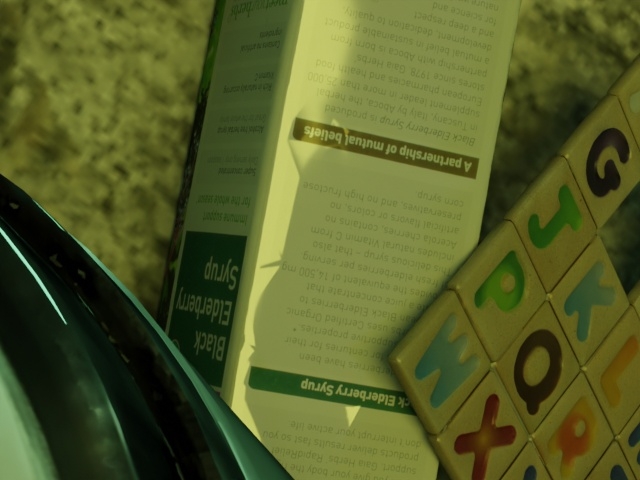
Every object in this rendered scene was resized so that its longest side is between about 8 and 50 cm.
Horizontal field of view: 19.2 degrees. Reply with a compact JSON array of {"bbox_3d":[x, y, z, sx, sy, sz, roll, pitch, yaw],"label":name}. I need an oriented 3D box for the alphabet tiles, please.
[{"bbox_3d":[0.132,0.068,0.792,0.198,0.009,0.237,-48,125,-29],"label":"alphabet tiles"}]

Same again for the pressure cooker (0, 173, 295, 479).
[{"bbox_3d":[-0.163,0.152,0.460,0.370,0.420,0.375,-17,64,6],"label":"pressure cooker"}]

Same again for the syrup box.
[{"bbox_3d":[0.000,0.000,0.744,0.096,0.093,0.237,12,87,-23],"label":"syrup box"}]
